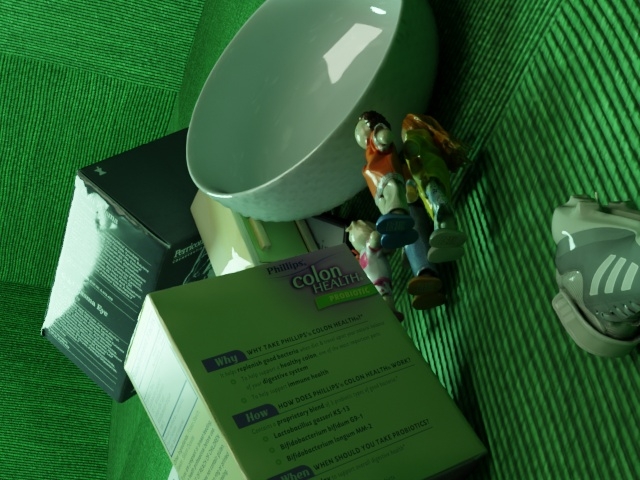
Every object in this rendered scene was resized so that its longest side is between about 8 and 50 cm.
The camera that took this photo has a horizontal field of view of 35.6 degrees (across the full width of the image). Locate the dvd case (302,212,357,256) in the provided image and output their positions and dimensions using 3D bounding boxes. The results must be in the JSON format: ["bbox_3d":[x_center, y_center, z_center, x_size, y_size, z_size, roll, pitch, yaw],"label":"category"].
[{"bbox_3d":[-0.020,0.085,1.263,0.180,0.022,0.253,21,108,56],"label":"dvd case"}]

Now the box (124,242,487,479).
[{"bbox_3d":[-0.020,0.147,0.874,0.243,0.213,0.117,56,142,26],"label":"box"}]

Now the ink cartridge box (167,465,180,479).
[{"bbox_3d":[-0.095,0.330,1.251,0.211,0.121,0.289,61,140,41],"label":"ink cartridge box"}]

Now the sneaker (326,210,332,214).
[{"bbox_3d":[0.000,0.000,1.326,0.078,0.067,0.188,133,139,-52],"label":"sneaker"}]

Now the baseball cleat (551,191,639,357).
[{"bbox_3d":[0.209,0.031,0.627,0.206,0.072,0.109,-129,38,-74],"label":"baseball cleat"}]

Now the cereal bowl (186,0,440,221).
[{"bbox_3d":[0.007,-0.162,1.156,0.339,0.141,0.339,-30,41,31],"label":"cereal bowl"}]

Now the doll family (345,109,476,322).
[{"bbox_3d":[0.093,-0.028,0.988,0.263,0.118,0.163,93,170,-54],"label":"doll family"}]

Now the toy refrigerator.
[{"bbox_3d":[-0.061,0.029,1.211,0.094,0.102,0.269,-58,45,40],"label":"toy refrigerator"}]

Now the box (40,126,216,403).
[{"bbox_3d":[-0.203,0.014,1.467,0.343,0.179,0.312,-32,-28,-47],"label":"box"}]
